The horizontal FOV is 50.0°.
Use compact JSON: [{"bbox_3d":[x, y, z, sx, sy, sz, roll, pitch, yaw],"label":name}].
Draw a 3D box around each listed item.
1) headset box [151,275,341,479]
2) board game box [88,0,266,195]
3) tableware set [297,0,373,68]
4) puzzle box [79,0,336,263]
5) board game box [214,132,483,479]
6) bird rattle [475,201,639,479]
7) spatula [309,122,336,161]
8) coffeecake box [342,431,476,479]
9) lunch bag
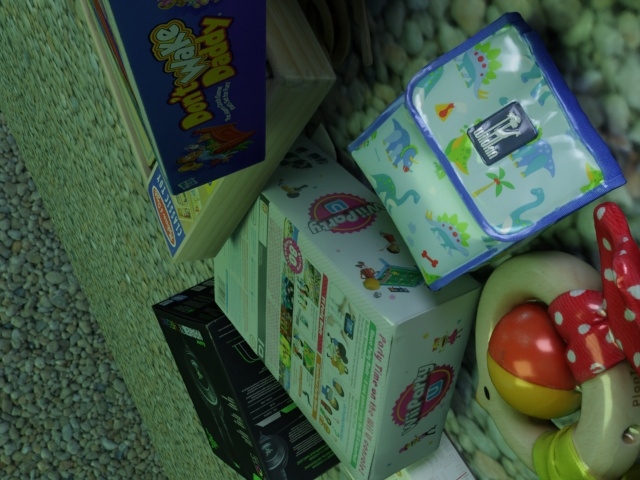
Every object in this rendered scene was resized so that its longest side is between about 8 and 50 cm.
[{"bbox_3d":[-0.103,0.205,0.991,0.246,0.131,0.283,3,116,60],"label":"headset box"},{"bbox_3d":[-0.110,-0.200,0.378,0.347,0.078,0.233,103,143,-71],"label":"board game box"},{"bbox_3d":[-0.019,-0.238,0.581,0.128,0.039,0.194,25,133,51],"label":"tableware set"},{"bbox_3d":[-0.145,-0.218,0.669,0.272,0.052,0.409,-50,57,46],"label":"puzzle box"},{"bbox_3d":[0.001,0.052,0.679,0.303,0.098,0.224,45,144,39],"label":"board game box"},{"bbox_3d":[0.161,0.089,0.455,0.207,0.143,0.253,-136,34,-61],"label":"bird rattle"},{"bbox_3d":[0.000,0.000,0.767,0.168,0.019,0.242,58,152,10],"label":"spatula"},{"bbox_3d":[0.110,0.281,0.752,0.185,0.068,0.142,57,150,15],"label":"coffeecake box"},{"bbox_3d":[0.109,-0.055,0.462,0.151,0.096,0.128,-38,78,47],"label":"lunch bag"}]
